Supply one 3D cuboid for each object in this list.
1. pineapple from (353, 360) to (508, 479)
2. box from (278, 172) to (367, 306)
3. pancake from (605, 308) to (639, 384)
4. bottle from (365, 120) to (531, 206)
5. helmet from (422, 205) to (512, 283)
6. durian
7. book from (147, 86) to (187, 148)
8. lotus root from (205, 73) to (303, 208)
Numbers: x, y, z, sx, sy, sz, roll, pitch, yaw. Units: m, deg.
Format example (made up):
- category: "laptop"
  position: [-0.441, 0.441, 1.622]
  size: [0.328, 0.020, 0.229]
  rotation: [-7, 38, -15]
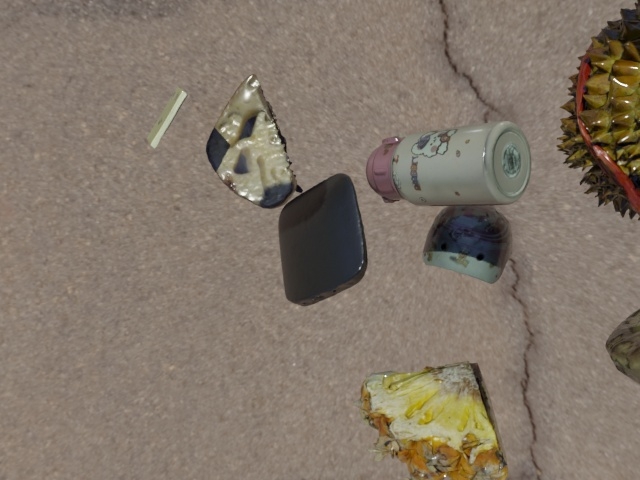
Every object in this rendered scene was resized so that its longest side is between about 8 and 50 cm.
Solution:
- category: "pineapple"
  position: [0.165, 0.247, 0.888]
  size: [0.236, 0.186, 0.115]
  rotation: [13, 135, 40]
- category: "box"
  position: [0.000, 0.000, 1.084]
  size: [0.212, 0.042, 0.201]
  rotation: [-31, 56, 45]
- category: "pancake"
  position: [0.365, 0.035, 0.509]
  size: [0.294, 0.294, 0.050]
  rotation: [-34, 86, 11]
- category: "bottle"
  position: [0.165, -0.102, 0.908]
  size: [0.233, 0.109, 0.110]
  rotation: [3, 95, 49]
- category: "helmet"
  position: [0.268, -0.017, 1.158]
  size: [0.153, 0.177, 0.107]
  rotation: [15, 131, 18]
- category: "durian"
  position: [0.495, -0.169, 0.834]
  size: [0.384, 0.347, 0.348]
  rotation: [-6, 92, 41]
- category: "book"
  position: [-0.271, -0.217, 1.151]
  size: [0.014, 0.077, 0.111]
  rotation: [30, 96, -25]
- category: "lotus root"
  position: [-0.144, -0.182, 1.327]
  size: [0.170, 0.074, 0.261]
  rotation: [-26, 99, 10]
